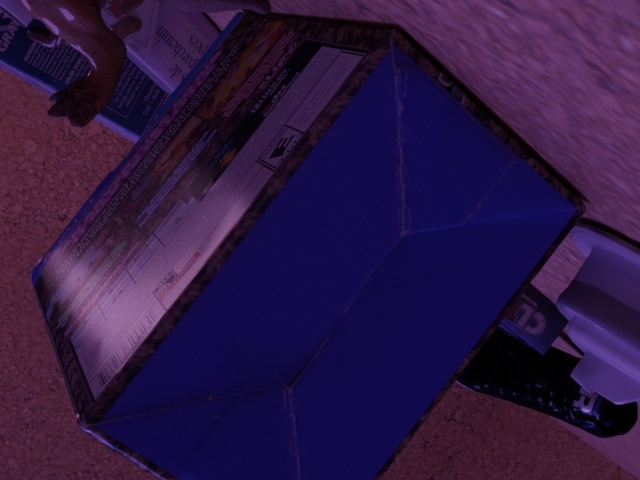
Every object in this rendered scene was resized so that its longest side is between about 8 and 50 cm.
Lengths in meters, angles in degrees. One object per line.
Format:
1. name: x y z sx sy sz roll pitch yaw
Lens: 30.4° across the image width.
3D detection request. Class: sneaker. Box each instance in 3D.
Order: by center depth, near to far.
1. sneaker: 0.229 0.138 1.176 0.217 0.079 0.121 18 -177 -25

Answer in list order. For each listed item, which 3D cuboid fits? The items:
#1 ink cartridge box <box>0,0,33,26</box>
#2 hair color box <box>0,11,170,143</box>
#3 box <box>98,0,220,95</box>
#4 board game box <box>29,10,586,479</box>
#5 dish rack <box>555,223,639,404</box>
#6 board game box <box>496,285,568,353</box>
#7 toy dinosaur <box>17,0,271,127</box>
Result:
1. ink cartridge box: -0.258 -0.246 0.923 0.135 0.099 0.056 38 178 19
2. hair color box: -0.241 -0.189 1.210 0.347 0.105 0.174 29 177 14
3. box: -0.147 -0.184 0.894 0.067 0.063 0.324 39 179 26
4. board game box: -0.031 0.004 0.683 0.141 0.232 0.291 39 179 -22
5. dish rack: 0.273 0.133 0.602 0.285 0.072 0.333 41 176 -41
6. board game box: 0.098 0.002 1.078 0.243 0.042 0.165 38 178 -15
7. toy dinosaur: -0.164 -0.183 0.580 0.296 0.200 0.127 16 -150 -1
